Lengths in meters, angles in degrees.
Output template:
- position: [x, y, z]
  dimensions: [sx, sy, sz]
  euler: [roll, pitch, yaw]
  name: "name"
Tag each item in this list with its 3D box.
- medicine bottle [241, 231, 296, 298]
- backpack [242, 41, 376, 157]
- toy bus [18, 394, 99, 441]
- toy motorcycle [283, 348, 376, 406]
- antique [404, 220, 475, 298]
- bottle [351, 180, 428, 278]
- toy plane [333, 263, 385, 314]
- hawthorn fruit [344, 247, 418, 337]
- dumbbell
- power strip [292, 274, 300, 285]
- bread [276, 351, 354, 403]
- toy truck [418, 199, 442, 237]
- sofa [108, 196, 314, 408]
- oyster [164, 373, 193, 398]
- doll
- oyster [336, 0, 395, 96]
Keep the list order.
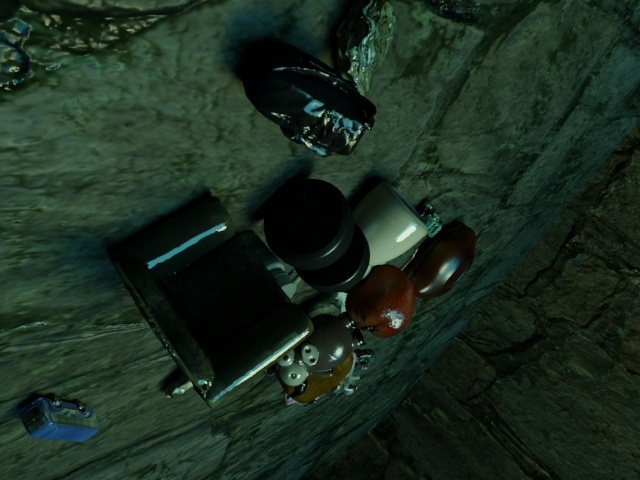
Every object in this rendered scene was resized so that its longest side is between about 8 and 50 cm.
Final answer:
- position: [-0.106, 0.054, 0.920]
  dimensions: [0.080, 0.130, 0.080]
  euler: [-34, 153, -21]
  name: "medicine bottle"
- position: [-0.021, -0.180, 0.687]
  dimensions: [0.165, 0.120, 0.106]
  euler: [19, 122, -25]
  name: "backpack"
- position: [-0.438, 0.304, 0.898]
  dimensions: [0.051, 0.061, 0.153]
  euler: [-35, 155, -6]
  name: "toy bus"
- position: [0.019, 0.430, 1.684]
  dimensions: [0.327, 0.143, 0.188]
  euler: [-34, 148, 13]
  name: "toy motorcycle"
- position: [0.381, 0.072, 1.665]
  dimensions: [0.278, 0.129, 0.223]
  euler: [-41, 152, -11]
  name: "antique"
- position: [0.098, 0.000, 1.135]
  dimensions: [0.236, 0.147, 0.147]
  euler: [-42, 156, 13]
  name: "bottle"
- position: [0.088, 0.094, 1.301]
  dimensions: [0.255, 0.101, 0.251]
  euler: [-5, 122, -53]
  name: "toy plane"
- position: [0.150, 0.114, 1.191]
  dimensions: [0.203, 0.163, 0.162]
  euler: [-56, 160, -23]
  name: "hawthorn fruit"
- position: [0.000, 0.000, 0.969]
  dimensions: [0.152, 0.152, 0.218]
  euler: [-43, 155, -3]
  name: "dumbbell"
- position: [-0.151, 0.143, 1.082]
  dimensions: [0.288, 0.053, 0.093]
  euler: [-30, 151, -25]
  name: "power strip"
- position: [-0.015, 0.337, 1.476]
  dimensions: [0.227, 0.142, 0.253]
  euler: [-30, 154, -12]
  name: "bread"
- position: [0.296, -0.043, 1.424]
  dimensions: [0.080, 0.078, 0.154]
  euler: [-47, 155, 9]
  name: "toy truck"
- position: [-0.149, 0.079, 0.757]
  dimensions: [0.200, 0.258, 0.182]
  euler: [-33, 166, -21]
  name: "sofa"
- position: [-0.243, 0.273, 1.138]
  dimensions: [0.209, 0.072, 0.133]
  euler: [-30, 165, 18]
  name: "oyster"
- position: [-0.020, 0.269, 1.298]
  dimensions: [0.257, 0.182, 0.117]
  euler: [-24, -177, -11]
  name: "doll"
- position: [0.063, -0.280, 0.752]
  dimensions: [0.125, 0.064, 0.177]
  euler: [-32, 146, -53]
  name: "oyster"
